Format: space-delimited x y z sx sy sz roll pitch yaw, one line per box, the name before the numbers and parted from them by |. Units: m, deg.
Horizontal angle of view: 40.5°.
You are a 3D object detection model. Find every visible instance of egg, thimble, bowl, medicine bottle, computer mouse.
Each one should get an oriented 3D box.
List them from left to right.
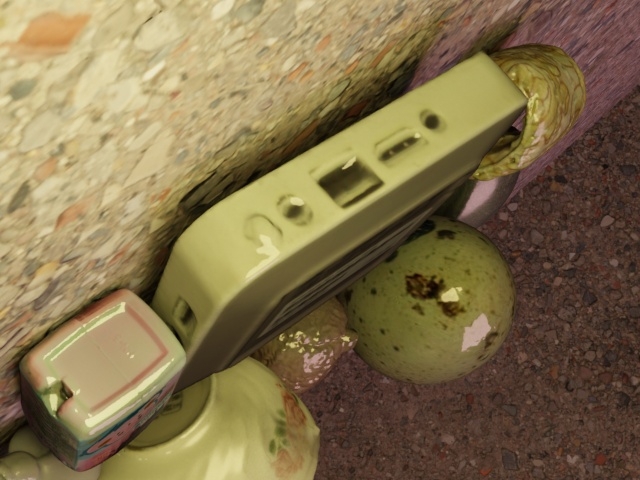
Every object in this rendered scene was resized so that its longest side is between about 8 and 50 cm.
medicine bottle | -0.197 0.136 0.771 0.119 0.094 0.188 -38 169 -31
bowl | -0.153 0.227 0.996 0.277 0.277 0.145 -39 128 -17
egg | 0.174 0.096 1.449 0.287 0.288 0.379 -39 175 -18
computer mouse | 0.260 -0.065 1.629 0.203 0.114 0.374 -35 168 -41
thimble | 0.218 -0.153 1.055 0.190 0.137 0.143 -32 -178 43

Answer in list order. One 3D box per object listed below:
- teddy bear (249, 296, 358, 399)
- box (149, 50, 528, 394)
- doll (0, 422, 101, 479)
teddy bear | -0.066 0.168 1.243 0.267 0.151 0.236 -46 178 36
box | 0.000 0.000 0.856 0.367 0.090 0.373 -34 172 -28
doll | -0.293 0.259 0.830 0.194 0.153 0.258 -24 156 -21
